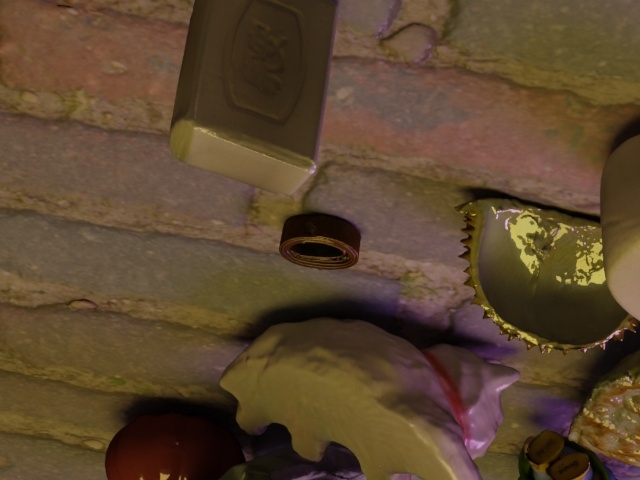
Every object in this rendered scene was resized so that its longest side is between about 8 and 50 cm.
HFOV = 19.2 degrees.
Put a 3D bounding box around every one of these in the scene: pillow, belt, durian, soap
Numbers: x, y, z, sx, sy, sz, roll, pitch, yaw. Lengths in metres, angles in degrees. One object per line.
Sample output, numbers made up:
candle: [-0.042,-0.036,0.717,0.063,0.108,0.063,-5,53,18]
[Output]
pillow: [-0.073,0.358,2.289,0.283,0.138,0.310,-47,161,25]
belt: [0.000,0.000,1.960,0.083,0.036,0.059,6,142,4]
durian: [0.244,0.038,1.905,0.252,0.144,0.139,15,126,-1]
soap: [-0.057,-0.139,1.609,0.121,0.183,0.064,18,147,-17]

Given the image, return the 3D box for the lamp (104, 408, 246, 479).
lamp: [-0.182,0.294,2.378,0.182,0.140,0.182,3,152,2]

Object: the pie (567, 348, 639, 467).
pie: [0.388,0.187,2.117,0.201,0.090,0.248,10,147,-5]

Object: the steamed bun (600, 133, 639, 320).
steamed bun: [0.367,0.003,1.768,0.241,0.146,0.164,18,144,-19]

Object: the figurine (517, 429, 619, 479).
figurine: [0.302,0.314,2.282,0.162,0.143,0.263,34,165,31]

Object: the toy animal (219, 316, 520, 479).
toy animal: [0.059,0.171,2.143,0.266,0.188,0.308,49,148,-20]
